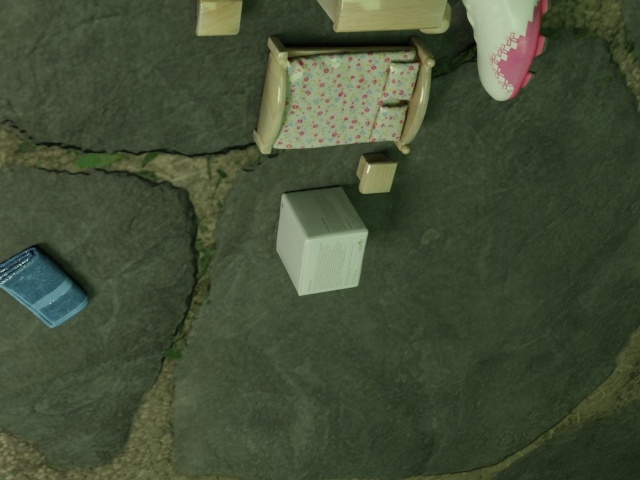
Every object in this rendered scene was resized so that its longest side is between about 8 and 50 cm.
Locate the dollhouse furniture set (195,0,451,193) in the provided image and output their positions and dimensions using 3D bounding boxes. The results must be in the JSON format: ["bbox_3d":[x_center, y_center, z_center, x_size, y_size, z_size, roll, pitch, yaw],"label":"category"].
[{"bbox_3d":[0.002,-0.155,1.094,0.303,0.173,0.355,-6,131,-21],"label":"dollhouse furniture set"}]

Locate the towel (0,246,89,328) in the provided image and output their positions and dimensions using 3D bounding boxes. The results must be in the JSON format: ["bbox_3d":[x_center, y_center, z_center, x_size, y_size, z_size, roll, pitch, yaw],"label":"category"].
[{"bbox_3d":[-0.344,0.061,1.216,0.067,0.029,0.119,-32,135,2],"label":"towel"}]

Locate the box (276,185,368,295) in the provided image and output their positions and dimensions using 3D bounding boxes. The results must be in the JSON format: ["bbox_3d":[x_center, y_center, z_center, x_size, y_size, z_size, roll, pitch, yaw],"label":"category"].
[{"bbox_3d":[0.000,0.000,1.280,0.087,0.101,0.102,-8,132,-20],"label":"box"}]

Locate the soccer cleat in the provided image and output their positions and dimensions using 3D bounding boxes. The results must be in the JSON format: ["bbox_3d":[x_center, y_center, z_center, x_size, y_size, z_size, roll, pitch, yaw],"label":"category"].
[{"bbox_3d":[0.194,-0.314,1.108,0.143,0.116,0.331,1,128,-6],"label":"soccer cleat"}]
